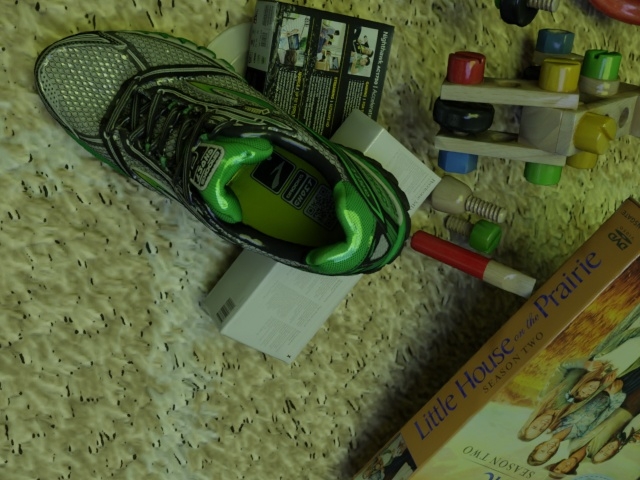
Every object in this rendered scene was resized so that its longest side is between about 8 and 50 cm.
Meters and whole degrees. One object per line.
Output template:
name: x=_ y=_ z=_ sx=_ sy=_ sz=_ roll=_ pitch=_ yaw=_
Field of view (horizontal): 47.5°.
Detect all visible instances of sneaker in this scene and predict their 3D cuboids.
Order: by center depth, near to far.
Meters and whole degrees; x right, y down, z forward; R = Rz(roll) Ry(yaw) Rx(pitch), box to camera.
sneaker: x=-0.086 y=-0.082 z=0.584 sx=0.344 sy=0.146 sz=0.134 roll=26 pitch=97 yaw=10

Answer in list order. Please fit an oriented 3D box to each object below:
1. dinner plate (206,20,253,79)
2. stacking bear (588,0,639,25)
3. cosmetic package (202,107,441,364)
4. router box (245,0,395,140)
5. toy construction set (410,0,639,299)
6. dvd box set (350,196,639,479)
dinner plate: x=-0.055 y=-0.144 z=0.717 sx=0.141 sy=0.017 sz=0.141 roll=-4 pitch=101 yaw=-24
stacking bear: x=0.408 y=-0.407 z=0.819 sx=0.175 sy=0.164 sz=0.289 roll=23 pitch=76 yaw=-2
cosmetic package: x=0.000 y=0.000 z=0.700 sx=0.099 sy=0.060 sz=0.239 roll=34 pitch=98 yaw=-38
router box: x=-0.008 y=-0.129 z=0.701 sx=0.133 sy=0.046 sz=0.178 roll=1 pitch=108 yaw=-32
toy construction set: x=0.251 y=-0.088 z=0.718 sx=0.257 sy=0.237 sz=0.308 roll=9 pitch=105 yaw=-57
dvd box set: x=0.275 y=0.184 z=0.789 sx=0.308 sy=0.062 sz=0.420 roll=29 pitch=110 yaw=-33
